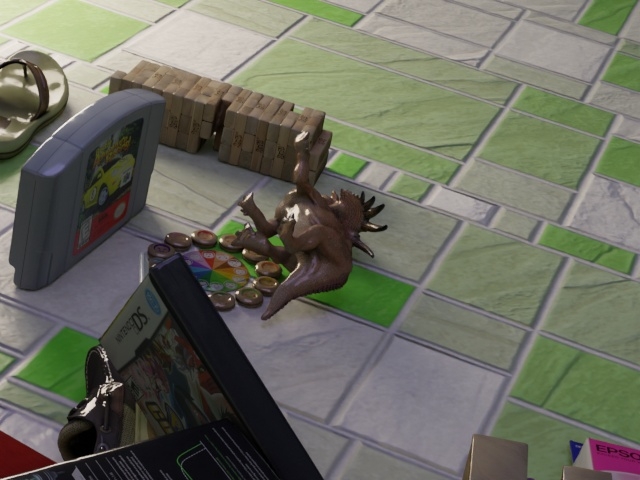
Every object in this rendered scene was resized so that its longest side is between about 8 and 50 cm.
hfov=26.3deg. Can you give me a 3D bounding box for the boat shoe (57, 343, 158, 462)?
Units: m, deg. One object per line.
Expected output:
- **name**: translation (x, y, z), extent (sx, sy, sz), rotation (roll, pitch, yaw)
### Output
- **boat shoe**: translation (-0.221, 0.202, 1.396), extent (0.092, 0.103, 0.285), rotation (5, 36, -21)

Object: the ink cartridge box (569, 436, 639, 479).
- **ink cartridge box**: translation (0.362, 0.299, 1.429), extent (0.176, 0.069, 0.371), rotation (14, 20, 1)

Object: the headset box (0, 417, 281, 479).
- **headset box**: translation (-0.179, 0.303, 1.095), extent (0.283, 0.246, 0.131), rotation (-12, 38, -33)

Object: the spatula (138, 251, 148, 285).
- **spatula**: translation (-0.168, 0.115, 1.515), extent (0.019, 0.168, 0.242), rotation (-23, 28, 6)

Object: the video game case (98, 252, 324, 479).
- **video game case**: translation (-0.098, 0.167, 1.247), extent (0.035, 0.248, 0.275), rotation (-30, 84, -26)

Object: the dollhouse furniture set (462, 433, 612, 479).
- **dollhouse furniture set**: translation (0.243, 0.353, 1.136), extent (0.303, 0.286, 0.198), rotation (10, 38, 3)

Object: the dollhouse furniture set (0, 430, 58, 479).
- **dollhouse furniture set**: translation (-0.445, 0.176, 1.302), extent (0.374, 0.152, 0.201), rotation (24, 32, 20)

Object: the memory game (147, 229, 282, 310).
- **memory game**: translation (-0.139, 0.036, 1.790), extent (0.186, 0.012, 0.186), rotation (9, 30, -5)

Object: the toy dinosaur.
- **toy dinosaur**: translation (0.000, 0.000, 1.801), extent (0.200, 0.127, 0.295), rotation (39, 35, -30)

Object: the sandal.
- **sandal**: translation (-0.447, -0.217, 2.030), extent (0.120, 0.086, 0.303), rotation (11, 30, -1)

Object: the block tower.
- **block tower**: translation (-0.152, -0.181, 2.074), extent (0.335, 0.091, 0.097), rotation (17, 30, 7)

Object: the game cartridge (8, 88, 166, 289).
- **game cartridge**: translation (-0.291, -0.081, 1.750), extent (0.060, 0.196, 0.294), rotation (20, 32, 15)
